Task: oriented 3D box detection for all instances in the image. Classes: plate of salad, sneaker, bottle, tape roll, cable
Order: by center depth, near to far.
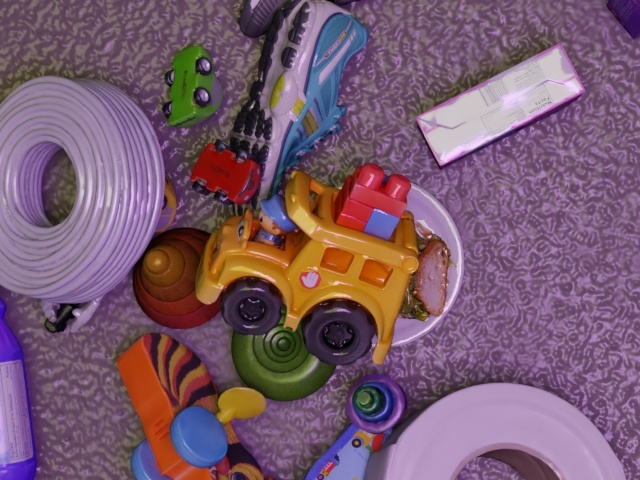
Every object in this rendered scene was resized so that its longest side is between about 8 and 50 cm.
[{"bbox_3d":[0.188,0.299,1.589,0.286,0.100,0.286,3,75,-12],"label":"tape roll"},{"bbox_3d":[-0.291,-0.058,1.644,0.257,0.089,0.257,-45,64,24],"label":"cable"},{"bbox_3d":[-0.025,-0.134,1.656,0.110,0.107,0.275,14,107,-29],"label":"sneaker"},{"bbox_3d":[0.011,-0.300,1.668,0.234,0.078,0.106,-43,84,1],"label":"sneaker"},{"bbox_3d":[0.064,0.025,1.677,0.200,0.048,0.200,0,90,5],"label":"plate of salad"},{"bbox_3d":[-0.401,0.152,1.694,0.118,0.092,0.283,-7,89,10],"label":"bottle"}]

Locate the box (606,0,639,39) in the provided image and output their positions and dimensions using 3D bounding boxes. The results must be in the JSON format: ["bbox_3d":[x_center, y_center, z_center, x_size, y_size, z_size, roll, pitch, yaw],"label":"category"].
[{"bbox_3d":[0.445,-0.341,1.569,0.293,0.201,0.057,-39,87,3],"label":"box"}]

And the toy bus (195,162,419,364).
[{"bbox_3d":[0.000,0.000,1.542,0.220,0.149,0.211,18,118,-9],"label":"toy bus"}]

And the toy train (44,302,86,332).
[{"bbox_3d":[-0.266,0.047,1.711,0.027,0.036,0.158,42,93,4],"label":"toy train"}]

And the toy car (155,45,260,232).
[{"bbox_3d":[-0.142,-0.114,1.664,0.239,0.053,0.225,-18,59,39],"label":"toy car"}]

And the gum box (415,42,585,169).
[{"bbox_3d":[0.203,-0.149,1.635,0.188,0.107,0.062,-27,88,5],"label":"gum box"}]

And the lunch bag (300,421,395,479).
[{"bbox_3d":[0.051,0.352,1.653,0.221,0.138,0.293,42,79,5],"label":"lunch bag"}]

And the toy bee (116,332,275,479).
[{"bbox_3d":[-0.132,0.254,1.655,0.195,0.162,0.298,-15,71,41],"label":"toy bee"}]

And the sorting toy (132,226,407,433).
[{"bbox_3d":[-0.069,0.096,1.621,0.365,0.126,0.127,32,86,15],"label":"sorting toy"}]
